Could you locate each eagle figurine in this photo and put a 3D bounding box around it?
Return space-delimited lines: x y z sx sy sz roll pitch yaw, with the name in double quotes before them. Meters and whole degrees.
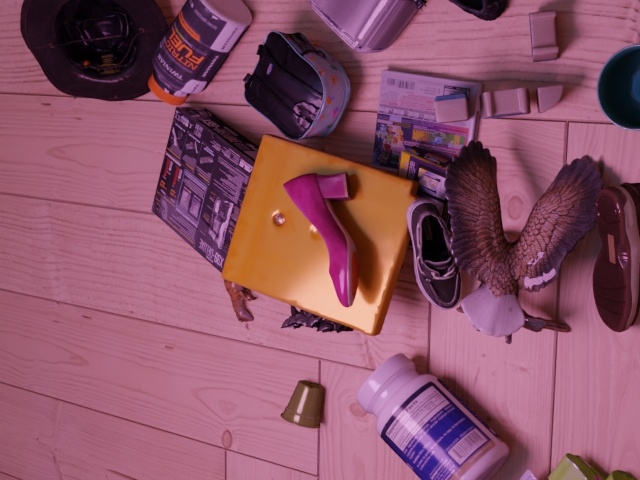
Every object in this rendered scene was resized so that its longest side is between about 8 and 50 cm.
"eagle figurine" 0.312 0.002 1.771 0.225 0.226 0.298 36 124 50

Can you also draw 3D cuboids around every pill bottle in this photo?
"pill bottle" -0.252 -0.385 2.159 0.130 0.130 0.245 52 124 18
"pill bottle" 0.196 0.336 1.930 0.265 0.153 0.153 45 121 23

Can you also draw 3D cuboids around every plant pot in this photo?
"plant pot" -0.029 0.323 2.150 0.083 0.083 0.079 19 95 33

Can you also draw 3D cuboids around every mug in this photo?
"mug" 0.507 -0.244 1.637 0.129 0.097 0.157 48 121 21

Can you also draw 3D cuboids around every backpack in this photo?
"backpack" -0.032 -0.279 2.002 0.188 0.144 0.165 49 123 34

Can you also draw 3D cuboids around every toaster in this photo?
"toaster" 0.084 -0.434 1.905 0.227 0.129 0.146 48 126 18

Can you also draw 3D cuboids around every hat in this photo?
"hat" -0.463 -0.458 2.272 0.331 0.331 0.134 -43 31 33

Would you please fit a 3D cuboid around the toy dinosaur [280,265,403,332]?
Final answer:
"toy dinosaur" 0.003 0.061 2.041 0.322 0.164 0.218 -14 72 58

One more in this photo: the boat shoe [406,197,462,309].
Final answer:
"boat shoe" 0.198 0.036 1.850 0.078 0.070 0.219 -21 117 -1

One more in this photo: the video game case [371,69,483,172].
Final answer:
"video game case" 0.189 -0.203 1.929 0.201 0.023 0.183 15 106 33

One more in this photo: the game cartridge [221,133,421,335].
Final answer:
"game cartridge" 0.001 -0.014 1.939 0.324 0.053 0.285 20 97 21

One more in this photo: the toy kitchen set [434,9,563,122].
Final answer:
"toy kitchen set" 0.290 -0.287 1.787 0.207 0.122 0.166 -5 94 8

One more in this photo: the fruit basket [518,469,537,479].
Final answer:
"fruit basket" 0.395 0.627 1.850 0.353 0.165 0.327 56 132 38

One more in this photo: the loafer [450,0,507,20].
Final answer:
"loafer" 0.222 -0.455 1.826 0.223 0.078 0.076 47 121 21

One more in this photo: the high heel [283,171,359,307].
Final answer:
"high heel" 0.000 0.000 1.861 0.117 0.082 0.244 -8 81 13

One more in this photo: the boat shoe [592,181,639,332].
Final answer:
"boat shoe" 0.494 0.027 1.695 0.095 0.095 0.257 46 149 52

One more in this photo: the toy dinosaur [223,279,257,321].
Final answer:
"toy dinosaur" -0.181 0.068 2.223 0.112 0.064 0.211 -19 86 38

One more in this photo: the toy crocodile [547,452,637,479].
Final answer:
"toy crocodile" 0.509 0.487 1.751 0.340 0.105 0.115 47 121 22

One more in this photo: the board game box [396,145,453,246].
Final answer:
"board game box" 0.198 -0.065 1.910 0.141 0.048 0.170 27 123 30

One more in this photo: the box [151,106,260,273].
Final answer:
"box" -0.213 -0.102 2.166 0.307 0.077 0.242 36 118 43
